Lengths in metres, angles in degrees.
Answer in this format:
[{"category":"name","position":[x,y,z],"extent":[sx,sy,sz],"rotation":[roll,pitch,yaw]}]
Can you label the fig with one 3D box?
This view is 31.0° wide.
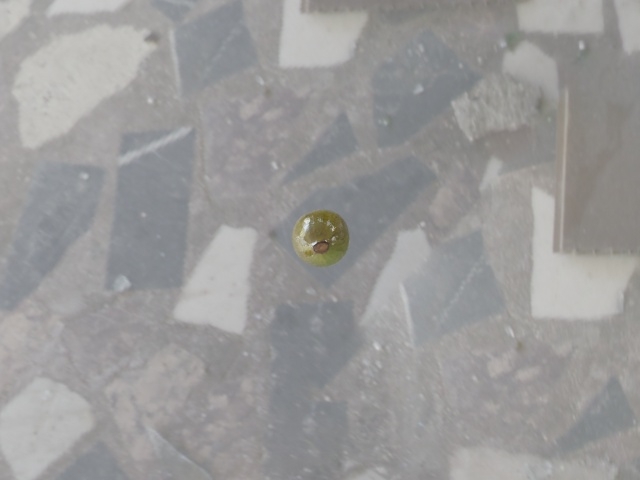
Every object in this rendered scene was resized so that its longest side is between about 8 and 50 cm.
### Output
[{"category":"fig","position":[0.000,0.000,1.441],"extent":[0.074,0.088,0.074],"rotation":[0,106,1]}]
